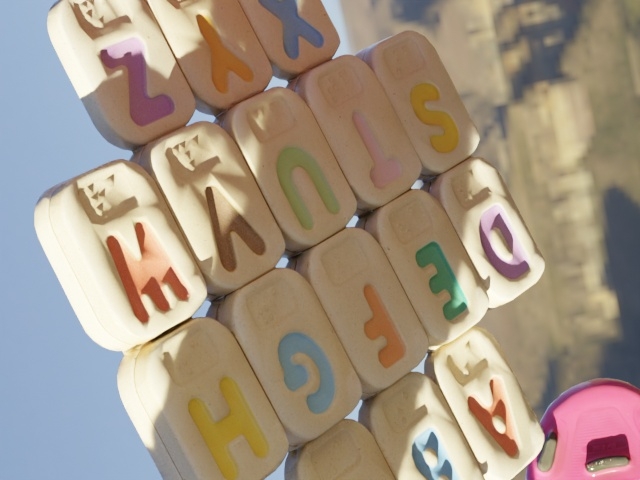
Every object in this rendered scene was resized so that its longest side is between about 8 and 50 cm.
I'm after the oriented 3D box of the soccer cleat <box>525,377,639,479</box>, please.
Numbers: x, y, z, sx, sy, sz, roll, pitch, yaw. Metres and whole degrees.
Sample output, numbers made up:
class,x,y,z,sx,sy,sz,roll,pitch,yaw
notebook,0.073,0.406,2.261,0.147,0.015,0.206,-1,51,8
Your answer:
class,x,y,z,sx,sy,sz,roll,pitch,yaw
soccer cleat,0.198,0.248,1.160,0.143,0.116,0.331,51,-156,-75

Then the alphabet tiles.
class,x,y,z,sx,sy,sz,roll,pitch,yaw
alphabet tiles,0.000,0.000,0.852,0.284,0.021,0.278,-30,-86,-51
